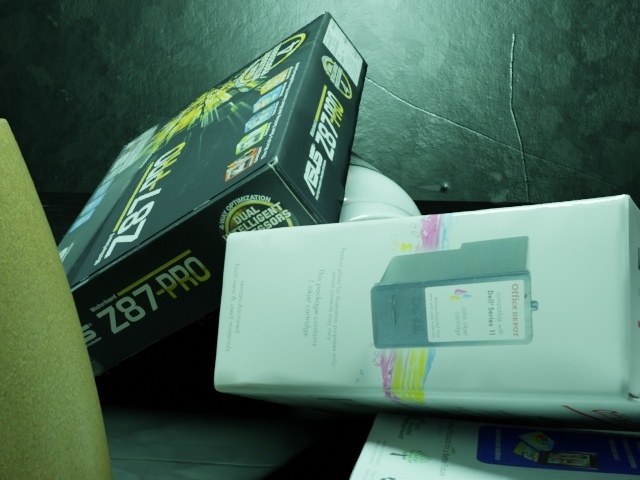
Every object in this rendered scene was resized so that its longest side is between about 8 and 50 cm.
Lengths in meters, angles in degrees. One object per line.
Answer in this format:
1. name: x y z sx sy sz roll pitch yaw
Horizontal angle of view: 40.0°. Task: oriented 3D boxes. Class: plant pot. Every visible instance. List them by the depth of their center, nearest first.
1. plant pot: -0.247 0.054 0.525 0.237 0.254 0.237 0 9 0

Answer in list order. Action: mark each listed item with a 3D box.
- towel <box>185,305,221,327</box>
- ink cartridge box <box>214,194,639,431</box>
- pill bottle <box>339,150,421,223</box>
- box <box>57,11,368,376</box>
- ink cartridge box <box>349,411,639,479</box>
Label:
1. towel: -0.108 0.072 1.201 0.275 0.031 0.199 -5 9 -34
2. ink cartridge box: 0.129 0.061 0.596 0.353 0.119 0.207 -4 -17 32
3. pill bottle: 0.000 0.000 1.010 0.210 0.210 0.363 -1 19 -16
4. box: -0.113 -0.059 0.893 0.318 0.097 0.395 -31 24 24
5. ink cartridge box: 0.182 0.161 0.490 0.332 0.065 0.165 1 8 13
